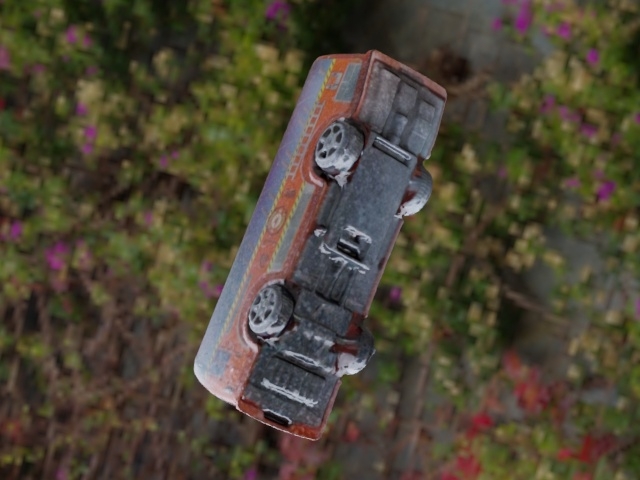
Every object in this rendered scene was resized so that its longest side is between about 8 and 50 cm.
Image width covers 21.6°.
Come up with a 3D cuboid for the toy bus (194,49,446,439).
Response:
[{"bbox_3d":[0.000,0.000,0.845,0.065,0.192,0.077,26,172,-32],"label":"toy bus"}]
